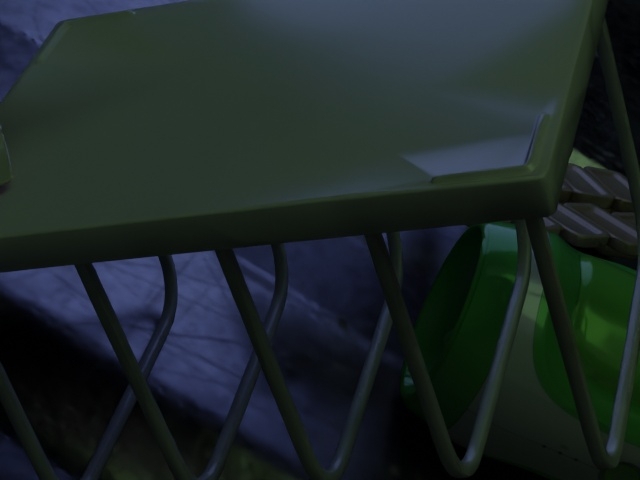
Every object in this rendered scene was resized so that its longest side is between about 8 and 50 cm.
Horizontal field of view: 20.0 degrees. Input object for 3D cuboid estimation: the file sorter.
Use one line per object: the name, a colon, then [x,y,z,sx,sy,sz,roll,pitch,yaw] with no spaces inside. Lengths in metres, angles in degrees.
file sorter: [0.000,0.000,0.816,0.278,0.173,0.193,-6,35,22]

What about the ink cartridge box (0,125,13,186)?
ink cartridge box: [-0.241,-0.060,0.849,0.189,0.066,0.232,-20,53,-2]

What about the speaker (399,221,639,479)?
speaker: [0.198,0.095,0.974,0.297,0.131,0.131,24,40,-7]

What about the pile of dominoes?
pile of dominoes: [0.082,-0.029,1.086,0.251,0.040,0.196,8,21,-21]
